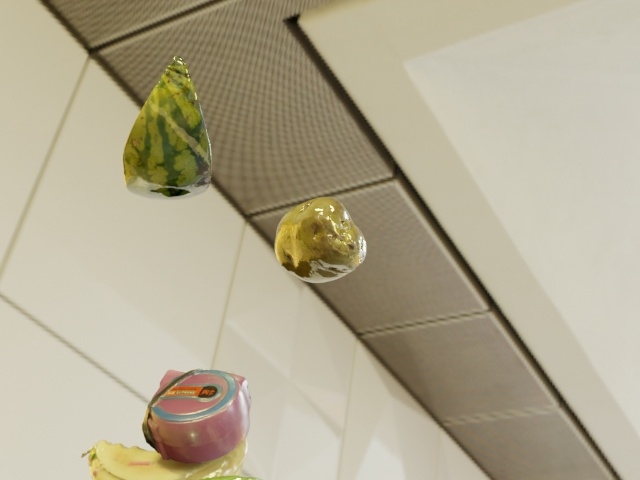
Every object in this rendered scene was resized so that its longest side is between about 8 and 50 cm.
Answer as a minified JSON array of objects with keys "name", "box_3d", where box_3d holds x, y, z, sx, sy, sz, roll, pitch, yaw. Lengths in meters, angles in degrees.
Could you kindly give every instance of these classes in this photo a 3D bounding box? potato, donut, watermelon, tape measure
[{"name":"potato","box_3d":[-0.003,0.003,1.733,0.137,0.155,0.200,-14,-7,-31]},{"name":"donut","box_3d":[-0.338,0.532,2.137,0.371,0.307,0.150,-16,-64,-25]},{"name":"watermelon","box_3d":[-0.236,-0.143,1.537,0.128,0.159,0.303,25,-31,6]},{"name":"tape measure","box_3d":[-0.271,0.390,2.072,0.231,0.245,0.149,0,-62,18]}]

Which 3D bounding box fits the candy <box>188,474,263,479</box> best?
[{"name":"candy","box_3d":[-0.240,0.519,1.765,0.343,0.142,0.132,-19,-52,42]}]
